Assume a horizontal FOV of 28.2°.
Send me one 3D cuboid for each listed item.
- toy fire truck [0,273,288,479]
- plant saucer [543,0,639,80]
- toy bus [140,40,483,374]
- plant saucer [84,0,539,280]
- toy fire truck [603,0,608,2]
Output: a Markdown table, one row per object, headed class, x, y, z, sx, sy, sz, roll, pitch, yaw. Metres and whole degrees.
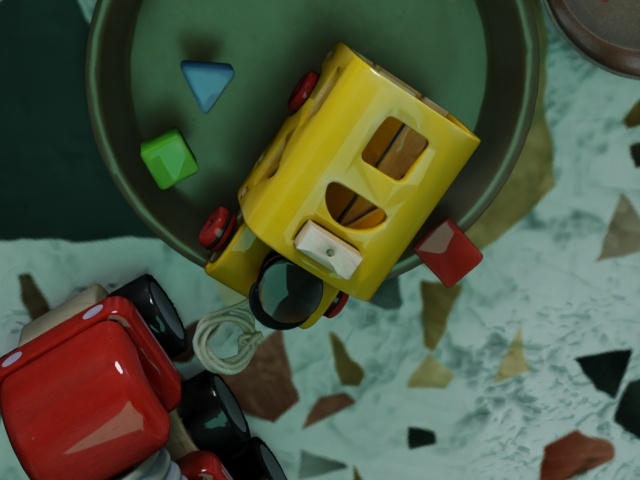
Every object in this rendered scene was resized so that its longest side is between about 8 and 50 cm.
| class | x | y | z | sx | sy | sz | roll | pitch | yaw |
| --- | --- | --- | --- | --- | --- | --- | --- | --- | --- |
| toy fire truck | -0.119 | 0.170 | 0.754 | 0.158 | 0.246 | 0.217 | -30 | 110 | 3 |
| plant saucer | 0.212 | -0.185 | 0.792 | 0.168 | 0.029 | 0.169 | -2 | 110 | -7 |
| toy bus | 0.002 | -0.012 | 0.740 | 0.190 | 0.104 | 0.202 | -14 | 108 | -3 |
| plant saucer | -0.004 | -0.101 | 0.787 | 0.277 | 0.041 | 0.278 | -2 | 109 | -6 |
| toy fire truck | 0.175 | -0.209 | 0.713 | 0.135 | 0.047 | 0.192 | -43 | 129 | 19 |
